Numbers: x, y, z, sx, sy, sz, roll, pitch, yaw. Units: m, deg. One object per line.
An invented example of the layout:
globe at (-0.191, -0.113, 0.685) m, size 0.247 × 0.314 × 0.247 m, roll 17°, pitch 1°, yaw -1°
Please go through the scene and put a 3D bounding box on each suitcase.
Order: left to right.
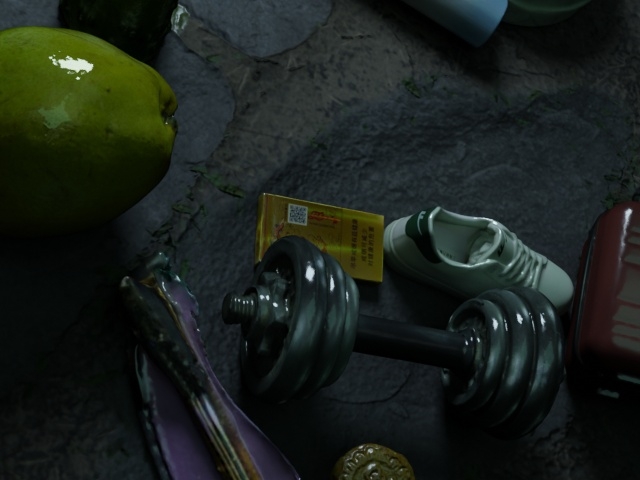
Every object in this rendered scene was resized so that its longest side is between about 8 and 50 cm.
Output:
suitcase at (0.458, 0.093, 1.259) m, size 0.297 × 0.161 × 0.236 m, roll 14°, pitch 70°, yaw 3°

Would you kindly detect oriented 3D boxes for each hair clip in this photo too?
hair clip at (-0.121, 0.184, 1.050) m, size 0.110 × 0.095 × 0.359 m, roll -26°, pitch 87°, yaw -28°

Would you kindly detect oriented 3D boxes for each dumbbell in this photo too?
dumbbell at (0.088, 0.110, 1.121) m, size 0.406 × 0.179 × 0.179 m, roll 13°, pitch 69°, yaw -20°

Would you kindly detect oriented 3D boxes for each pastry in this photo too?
pastry at (0.056, 0.272, 1.125) m, size 0.109 × 0.057 × 0.097 m, roll 33°, pitch 69°, yaw -8°

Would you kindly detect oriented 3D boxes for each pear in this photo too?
pear at (-0.273, -0.105, 1.013) m, size 0.269 × 0.212 × 0.213 m, roll -6°, pitch 75°, yaw -8°

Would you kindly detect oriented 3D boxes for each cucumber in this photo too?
cucumber at (-0.191, -0.299, 1.097) m, size 0.134 × 0.244 × 0.134 m, roll 10°, pitch 63°, yaw -20°

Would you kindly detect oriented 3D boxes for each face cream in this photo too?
face cream at (0.121, -0.346, 1.339) m, size 0.250 × 0.077 × 0.077 m, roll 31°, pitch 64°, yaw -11°

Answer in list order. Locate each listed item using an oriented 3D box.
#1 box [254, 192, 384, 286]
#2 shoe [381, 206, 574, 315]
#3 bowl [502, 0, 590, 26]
box at (0.000, 0.000, 1.205) m, size 0.156 × 0.022 × 0.089 m, roll 8°, pitch 69°, yaw -21°
shoe at (0.207, 0.029, 1.239) m, size 0.264 × 0.110 × 0.095 m, roll 16°, pitch 67°, yaw -16°
bowl at (0.294, -0.459, 1.413) m, size 0.307 × 0.163 × 0.307 m, roll 6°, pitch 74°, yaw -22°
